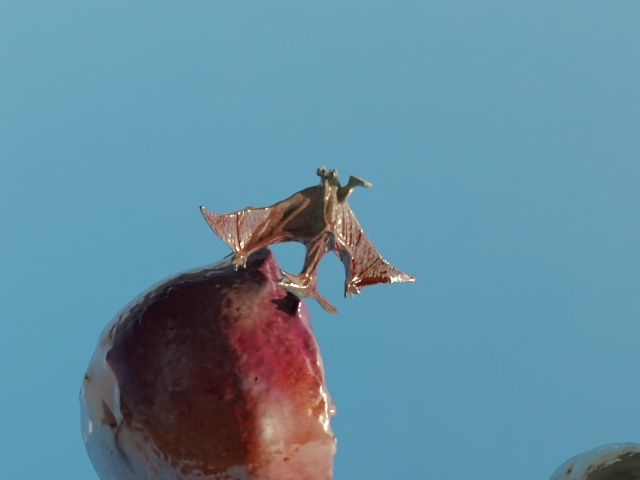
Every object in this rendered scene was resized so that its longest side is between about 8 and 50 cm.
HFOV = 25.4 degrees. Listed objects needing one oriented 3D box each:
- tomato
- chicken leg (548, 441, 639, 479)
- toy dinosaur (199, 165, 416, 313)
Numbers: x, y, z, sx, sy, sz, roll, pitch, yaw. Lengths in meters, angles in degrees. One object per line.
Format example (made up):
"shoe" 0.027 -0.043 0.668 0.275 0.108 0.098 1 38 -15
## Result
"tomato" -0.120 0.176 1.345 0.176 0.335 0.290 -6 -123 -32
"chicken leg" 0.245 0.288 0.970 0.201 0.153 0.429 4 -150 -2
"toy dinosaur" -0.001 -0.001 1.056 0.032 0.220 0.108 31 -78 53
